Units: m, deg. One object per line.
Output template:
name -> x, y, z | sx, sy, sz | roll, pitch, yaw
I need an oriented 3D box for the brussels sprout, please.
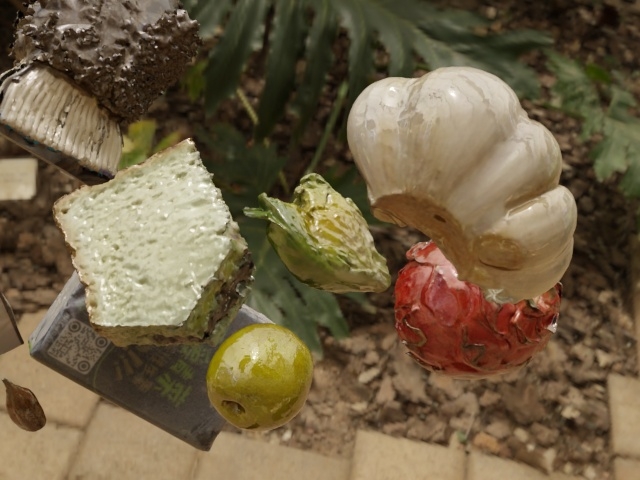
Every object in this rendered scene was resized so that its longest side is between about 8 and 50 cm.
brussels sprout -> -0.001, 0.003, 1.198 | 0.181, 0.100, 0.139 | 48, 25, -12

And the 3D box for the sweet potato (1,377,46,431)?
sweet potato -> -0.448, 0.242, 1.500 | 0.049, 0.117, 0.049 | -10, 42, 9

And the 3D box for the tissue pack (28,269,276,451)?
tissue pack -> -0.306, 0.187, 1.901 | 0.394, 0.288, 0.124 | 34, 3, -21

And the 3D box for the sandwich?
sandwich -> -0.247, 0.027, 1.566 | 0.262, 0.131, 0.325 | -26, 58, -5

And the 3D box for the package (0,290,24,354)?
package -> -0.693, 0.136, 1.898 | 0.204, 0.250, 0.062 | -25, 34, -20

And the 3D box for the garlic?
garlic -> 0.164, -0.084, 1.070 | 0.281, 0.184, 0.203 | 30, 37, 8

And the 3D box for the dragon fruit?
dragon fruit -> 0.231, 0.097, 1.500 | 0.252, 0.241, 0.241 | -28, 44, 10

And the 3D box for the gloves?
gloves -> -0.261, -0.219, 1.198 | 0.210, 0.135, 0.312 | 22, 68, -16

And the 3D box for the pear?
pear -> -0.086, 0.196, 1.446 | 0.149, 0.148, 0.162 | 26, 39, 15
